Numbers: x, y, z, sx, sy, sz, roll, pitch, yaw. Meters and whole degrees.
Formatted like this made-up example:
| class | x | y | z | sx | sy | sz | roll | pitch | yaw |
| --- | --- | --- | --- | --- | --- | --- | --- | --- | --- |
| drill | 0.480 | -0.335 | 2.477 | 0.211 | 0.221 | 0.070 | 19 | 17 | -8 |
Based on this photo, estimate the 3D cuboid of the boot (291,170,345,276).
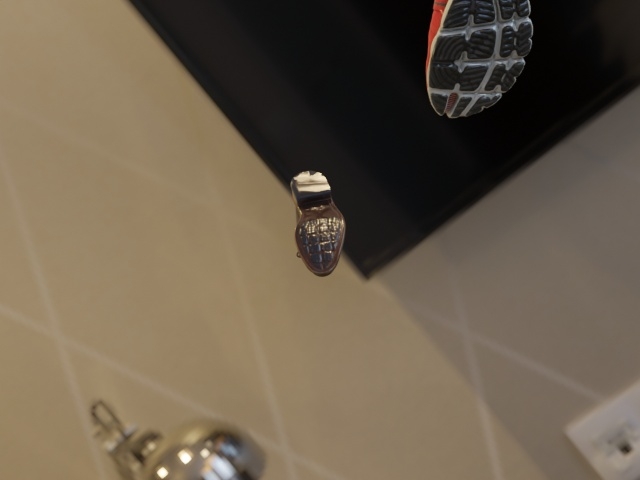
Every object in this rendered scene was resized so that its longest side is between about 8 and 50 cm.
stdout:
| class | x | y | z | sx | sy | sz | roll | pitch | yaw |
| --- | --- | --- | --- | --- | --- | --- | --- | --- | --- |
| boot | 0.000 | 0.000 | 2.232 | 0.082 | 0.106 | 0.219 | -7 | 44 | 0 |

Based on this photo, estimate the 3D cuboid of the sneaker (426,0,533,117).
| class | x | y | z | sx | sy | sz | roll | pitch | yaw |
| --- | --- | --- | --- | --- | --- | --- | --- | --- | --- |
| sneaker | 0.163 | -0.269 | 1.512 | 0.118 | 0.107 | 0.279 | -122 | 37 | -66 |
